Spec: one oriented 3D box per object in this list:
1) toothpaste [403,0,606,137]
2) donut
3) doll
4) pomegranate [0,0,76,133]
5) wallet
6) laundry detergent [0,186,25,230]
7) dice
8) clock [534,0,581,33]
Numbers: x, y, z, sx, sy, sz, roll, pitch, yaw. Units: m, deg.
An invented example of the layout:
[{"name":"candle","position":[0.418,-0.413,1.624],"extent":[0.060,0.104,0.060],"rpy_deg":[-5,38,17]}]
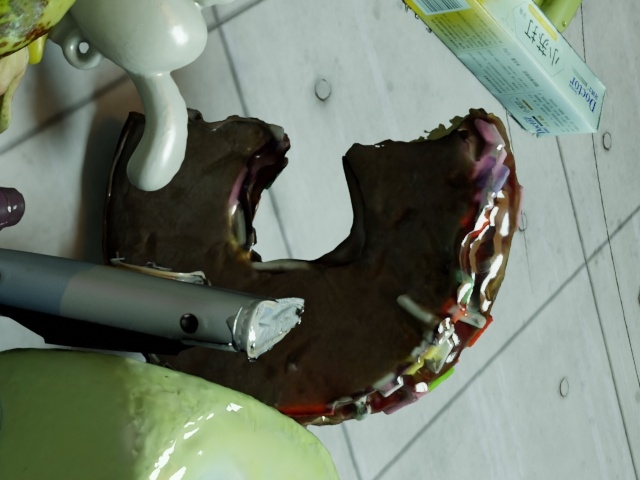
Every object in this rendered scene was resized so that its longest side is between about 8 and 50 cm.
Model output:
[{"name":"toothpaste","position":[0.202,-0.211,1.719],"extent":[0.313,0.089,0.071],"rpy_deg":[39,56,-44]},{"name":"donut","position":[-0.006,0.023,1.261],"extent":[0.136,0.345,0.259],"rpy_deg":[21,70,-67]},{"name":"doll","position":[-0.136,-0.201,1.203],"extent":[0.252,0.237,0.111],"rpy_deg":[45,9,-3]},{"name":"pomegranate","position":[-0.235,-0.190,1.080],"extent":[0.222,0.204,0.277],"rpy_deg":[-52,131,-48]},{"name":"wallet","position":[-0.137,0.048,1.138],"extent":[0.170,0.230,0.069],"rpy_deg":[8,92,-78]},{"name":"laundry detergent","position":[-0.293,-0.022,1.102],"extent":[0.221,0.078,0.144],"rpy_deg":[-16,123,-49]},{"name":"dice","position":[-0.151,0.230,1.153],"extent":[0.252,0.254,0.250],"rpy_deg":[38,62,-48]},{"name":"clock","position":[0.226,-0.351,1.757],"extent":[0.232,0.069,0.170],"rpy_deg":[56,50,-36]}]
